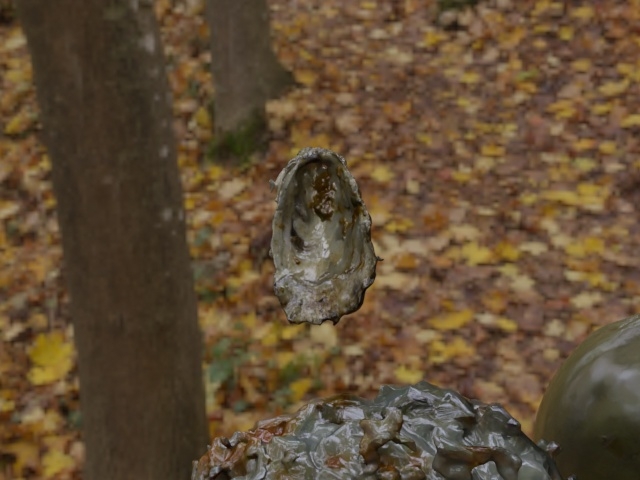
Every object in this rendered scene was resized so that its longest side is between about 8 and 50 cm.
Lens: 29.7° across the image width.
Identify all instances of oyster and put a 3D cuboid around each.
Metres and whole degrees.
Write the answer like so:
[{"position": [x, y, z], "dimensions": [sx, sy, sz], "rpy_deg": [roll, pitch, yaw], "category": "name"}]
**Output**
[{"position": [0.000, -0.008, 1.094], "dimensions": [0.105, 0.177, 0.056], "rpy_deg": [-31, -29, 23], "category": "oyster"}]

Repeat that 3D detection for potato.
[{"position": [0.331, 0.213, 1.194], "dimensions": [0.243, 0.326, 0.221], "rpy_deg": [25, 33, 5], "category": "potato"}]

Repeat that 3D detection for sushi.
[{"position": [0.053, 0.293, 0.983], "dimensions": [0.418, 0.417, 0.176], "rpy_deg": [2, 29, 5], "category": "sushi"}]
